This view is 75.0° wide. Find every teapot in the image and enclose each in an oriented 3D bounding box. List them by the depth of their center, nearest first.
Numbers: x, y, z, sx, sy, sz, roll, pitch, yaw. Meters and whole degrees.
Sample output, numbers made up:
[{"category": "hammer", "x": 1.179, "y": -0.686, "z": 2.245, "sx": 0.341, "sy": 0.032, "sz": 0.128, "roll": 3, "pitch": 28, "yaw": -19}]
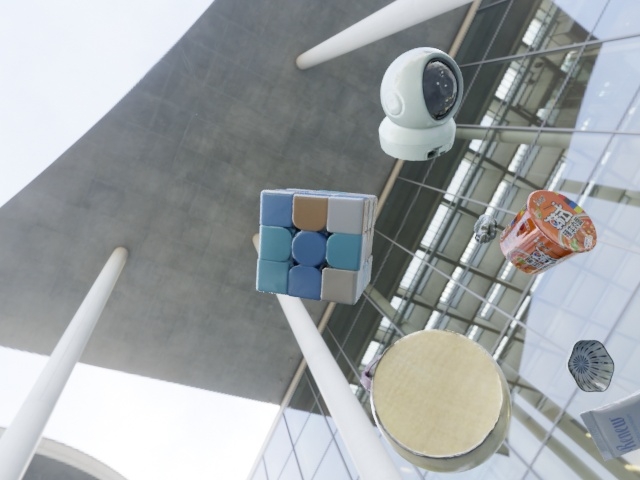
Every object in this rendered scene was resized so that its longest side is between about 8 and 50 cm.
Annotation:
[{"category": "teapot", "x": 0.196, "y": 0.400, "z": 1.197, "sx": 0.116, "sy": 0.146, "sz": 0.148, "roll": -51, "pitch": -48, "yaw": -13}]

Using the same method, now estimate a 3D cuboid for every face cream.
[{"category": "face cream", "x": 0.997, "y": 0.491, "z": 1.226, "sx": 0.420, "sy": 0.137, "sz": 0.235, "roll": -32, "pitch": -69, "yaw": 12}]

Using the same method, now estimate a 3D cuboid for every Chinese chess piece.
[{"category": "Chinese chess piece", "x": 0.216, "y": 0.287, "z": 0.768, "sx": 0.250, "sy": 0.250, "sz": 0.103, "roll": -37, "pitch": -42, "yaw": -3}]

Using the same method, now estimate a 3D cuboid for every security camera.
[{"category": "security camera", "x": 0.233, "y": -0.333, "z": 0.993, "sx": 0.195, "sy": 0.194, "sz": 0.236, "roll": -16, "pitch": -50, "yaw": -11}]

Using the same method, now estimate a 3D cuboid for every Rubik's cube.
[{"category": "Rubik's cube", "x": 0.000, "y": 0.000, "z": 1.461, "sx": 0.347, "sy": 0.347, "sz": 0.344, "roll": 5, "pitch": -82, "yaw": 13}]

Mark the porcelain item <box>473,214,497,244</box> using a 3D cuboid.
[{"category": "porcelain item", "x": 0.521, "y": -0.030, "z": 1.321, "sx": 0.069, "sy": 0.216, "sz": 0.081, "roll": 31, "pitch": -69, "yaw": 15}]

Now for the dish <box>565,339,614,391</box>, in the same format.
[{"category": "dish", "x": 0.938, "y": 0.443, "z": 1.483, "sx": 0.191, "sy": 0.066, "sz": 0.190, "roll": 2, "pitch": -102, "yaw": -11}]

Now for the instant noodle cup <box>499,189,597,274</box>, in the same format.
[{"category": "instant noodle cup", "x": 0.744, "y": -0.015, "z": 1.396, "sx": 0.250, "sy": 0.250, "sz": 0.192, "roll": 2, "pitch": -34, "yaw": -17}]
